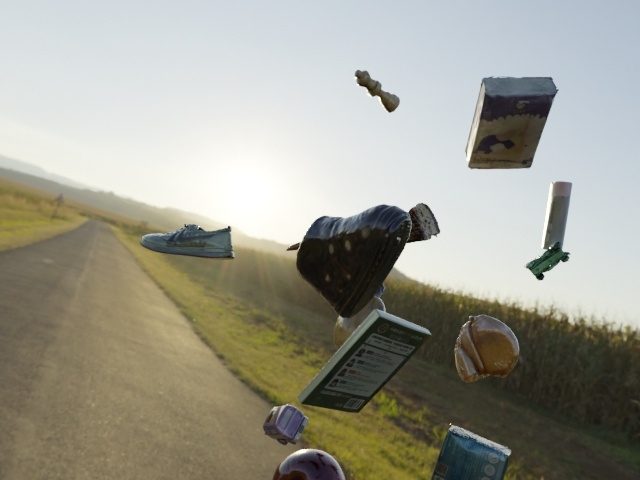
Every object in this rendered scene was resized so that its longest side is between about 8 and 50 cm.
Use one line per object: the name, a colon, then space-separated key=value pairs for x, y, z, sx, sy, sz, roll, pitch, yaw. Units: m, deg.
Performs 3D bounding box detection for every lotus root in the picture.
lotus root: x=0.156 y=0.276 z=1.959 sx=0.183 sy=0.309 sz=0.182 roll=21 pitch=-23 yaw=9

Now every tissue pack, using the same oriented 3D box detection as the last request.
tissue pack: x=0.424 y=0.703 z=1.591 sx=0.192 sy=0.270 sz=0.134 roll=19 pitch=-6 yaw=22
tissue pack: x=0.659 y=-0.404 z=1.925 sx=0.243 sy=0.125 sz=0.343 roll=-1 pitch=-39 yaw=1

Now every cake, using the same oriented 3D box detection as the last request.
cake: x=0.299 y=-0.052 z=1.983 sx=0.112 sy=0.135 sz=0.246 roll=-15 pitch=1 yaw=-43

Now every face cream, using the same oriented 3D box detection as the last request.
face cream: x=0.910 y=-0.094 z=2.105 sx=0.073 sy=0.269 sz=0.107 roll=6 pitch=4 yaw=-6

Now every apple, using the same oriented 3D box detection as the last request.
apple: x=-0.026 y=0.693 z=1.510 sx=0.218 sy=0.218 sz=0.201 roll=14 pitch=-17 yaw=24

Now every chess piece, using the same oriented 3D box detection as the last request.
chess piece: x=0.166 y=-0.458 z=1.656 sx=0.172 sy=0.060 sz=0.060 roll=30 pitch=-11 yaw=-32

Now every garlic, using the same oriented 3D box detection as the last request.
garlic: x=0.580 y=0.373 z=1.920 sx=0.217 sy=0.227 sz=0.110 roll=-8 pitch=-6 yaw=10

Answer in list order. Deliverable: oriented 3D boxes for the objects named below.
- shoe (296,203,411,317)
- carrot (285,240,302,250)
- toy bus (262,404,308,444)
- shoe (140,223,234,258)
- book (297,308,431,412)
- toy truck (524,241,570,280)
shoe: x=0.073 y=0.016 z=1.433 sx=0.237 sy=0.384 sz=0.171 roll=41 pitch=47 yaw=17
carrot: x=0.000 y=0.000 z=1.632 sx=0.216 sy=0.048 sz=0.048 roll=-15 pitch=2 yaw=-10
toy bus: x=-0.164 y=0.834 z=2.485 sx=0.142 sy=0.142 sz=0.202 roll=37 pitch=-33 yaw=-12
shoe: x=-0.369 y=-0.001 z=1.522 sx=0.275 sy=0.098 sz=0.103 roll=5 pitch=-8 yaw=7
book: x=0.100 y=0.274 z=1.197 sx=0.202 sy=0.264 sz=0.027 roll=26 pitch=20 yaw=-42
toy truck: x=0.842 y=0.072 z=2.031 sx=0.080 sy=0.154 sz=0.078 roll=46 pitch=22 yaw=-3
